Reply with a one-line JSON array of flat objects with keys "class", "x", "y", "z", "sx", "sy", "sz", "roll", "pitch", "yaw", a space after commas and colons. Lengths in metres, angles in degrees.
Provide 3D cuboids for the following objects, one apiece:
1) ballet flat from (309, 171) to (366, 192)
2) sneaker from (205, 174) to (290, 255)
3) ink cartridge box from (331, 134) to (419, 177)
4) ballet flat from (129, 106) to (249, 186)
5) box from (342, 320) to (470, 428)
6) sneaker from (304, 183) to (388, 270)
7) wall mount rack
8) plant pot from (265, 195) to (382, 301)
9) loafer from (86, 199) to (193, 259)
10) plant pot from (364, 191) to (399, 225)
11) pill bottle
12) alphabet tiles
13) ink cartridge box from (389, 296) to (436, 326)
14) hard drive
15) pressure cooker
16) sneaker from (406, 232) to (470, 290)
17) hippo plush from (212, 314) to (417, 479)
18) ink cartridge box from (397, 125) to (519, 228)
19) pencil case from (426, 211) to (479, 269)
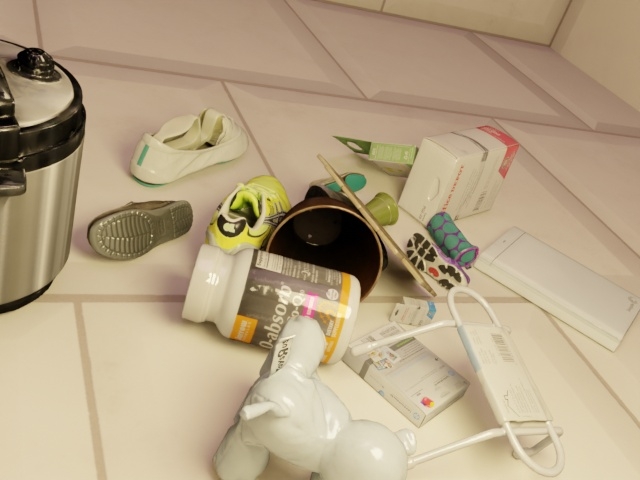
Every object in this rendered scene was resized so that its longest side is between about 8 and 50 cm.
[{"class": "ballet flat", "x": 0.042, "y": -0.143, "z": 1.829, "sx": 0.168, "sy": 0.057, "sz": 0.052, "roll": -14, "pitch": 35, "yaw": -43}, {"class": "sneaker", "x": -0.129, "y": -0.051, "z": 1.500, "sx": 0.145, "sy": 0.147, "sz": 0.385, "roll": 17, "pitch": 30, "yaw": -1}, {"class": "ink cartridge box", "x": 0.159, "y": -0.213, "z": 1.936, "sx": 0.235, "sy": 0.056, "sz": 0.171, "roll": 9, "pitch": -6, "yaw": 26}, {"class": "ballet flat", "x": -0.278, "y": -0.236, "z": 1.722, "sx": 0.139, "sy": 0.139, "sz": 0.400, "roll": 30, "pitch": 32, "yaw": 17}, {"class": "box", "x": 0.151, "y": 0.231, "z": 1.322, "sx": 0.186, "sy": 0.038, "sz": 0.145, "roll": 37, "pitch": 36, "yaw": 28}, {"class": "sneaker", "x": 0.072, "y": -0.032, "z": 1.633, "sx": 0.108, "sy": 0.100, "sz": 0.271, "roll": 4, "pitch": 35, "yaw": -41}, {"class": "wall mount rack", "x": 0.229, "y": 0.242, "z": 1.211, "sx": 0.304, "sy": 0.130, "sz": 0.350, "roll": 9, "pitch": 46, "yaw": -34}, {"class": "plant pot", "x": 0.000, "y": 0.000, "z": 1.467, "sx": 0.215, "sy": 0.216, "sz": 0.230, "roll": 14, "pitch": 19, "yaw": -8}, {"class": "loafer", "x": -0.349, "y": -0.025, "z": 1.412, "sx": 0.087, "sy": 0.095, "sz": 0.251, "roll": 8, "pitch": 13, "yaw": 30}, {"class": "plant pot", "x": 0.125, "y": -0.061, "z": 1.732, "sx": 0.079, "sy": 0.083, "sz": 0.083, "roll": -25, "pitch": 51, "yaw": -35}, {"class": "pill bottle", "x": -0.084, "y": 0.103, "z": 1.272, "sx": 0.278, "sy": 0.162, "sz": 0.162, "roll": 15, "pitch": 32, "yaw": -7}, {"class": "alphabet tiles", "x": 0.116, "y": -0.029, "z": 1.528, "sx": 0.343, "sy": 0.011, "sz": 0.285, "roll": 52, "pitch": 6, "yaw": 21}, {"class": "ink cartridge box", "x": 0.179, "y": 0.140, "z": 1.468, "sx": 0.083, "sy": 0.048, "sz": 0.028, "roll": 12, "pitch": 32, "yaw": -13}, {"class": "hard drive", "x": 0.559, "y": 0.101, "z": 1.741, "sx": 0.353, "sy": 0.047, "sz": 0.233, "roll": 34, "pitch": 34, "yaw": 21}, {"class": "pressure cooker", "x": -0.553, "y": -0.139, "z": 1.141, "sx": 0.369, "sy": 0.421, "sz": 0.375, "roll": 22, "pitch": 32, "yaw": 3}, {"class": "sneaker", "x": 0.260, "y": 0.051, "z": 1.656, "sx": 0.170, "sy": 0.068, "sz": 0.071, "roll": 46, "pitch": 24, "yaw": 23}, {"class": "hippo plush", "x": 0.015, "y": 0.246, "z": 1.019, "sx": 0.236, "sy": 0.294, "sz": 0.234, "roll": 29, "pitch": 53, "yaw": 0}, {"class": "ink cartridge box", "x": 0.349, "y": -0.165, "z": 1.882, "sx": 0.283, "sy": 0.207, "sz": 0.117, "roll": -16, "pitch": 45, "yaw": -43}, {"class": "pencil case", "x": 0.310, "y": -0.003, "z": 1.746, "sx": 0.070, "sy": 0.065, "sz": 0.152, "roll": -12, "pitch": 41, "yaw": -18}]
